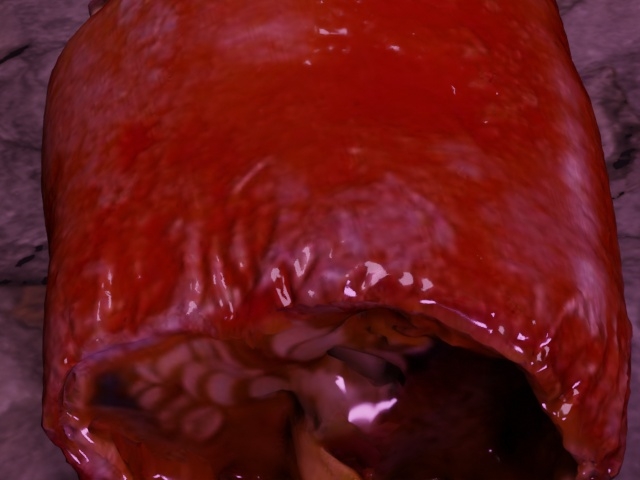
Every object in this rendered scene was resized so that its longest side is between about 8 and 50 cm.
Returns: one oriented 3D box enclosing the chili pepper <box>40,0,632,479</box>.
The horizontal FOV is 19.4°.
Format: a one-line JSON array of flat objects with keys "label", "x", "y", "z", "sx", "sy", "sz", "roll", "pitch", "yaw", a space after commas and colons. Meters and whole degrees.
[{"label": "chili pepper", "x": 0.000, "y": 0.000, "z": 0.817, "sx": 0.251, "sy": 0.229, "sz": 0.305, "roll": 9, "pitch": 35, "yaw": -10}]
